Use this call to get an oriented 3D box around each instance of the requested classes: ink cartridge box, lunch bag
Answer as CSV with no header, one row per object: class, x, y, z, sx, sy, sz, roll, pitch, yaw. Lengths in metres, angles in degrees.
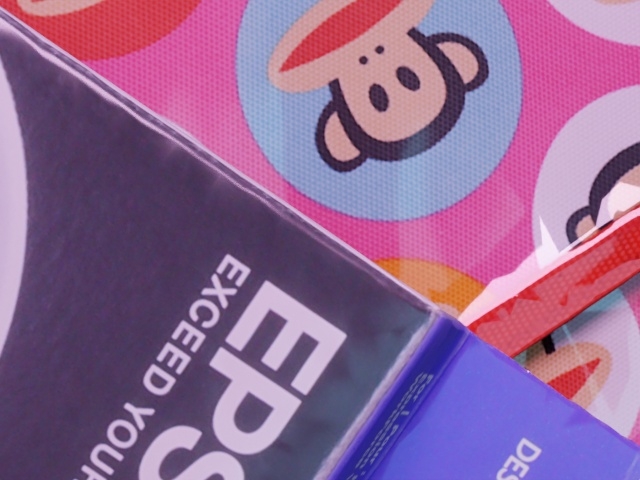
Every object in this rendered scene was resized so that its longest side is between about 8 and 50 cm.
ink cartridge box,-0.073,0.070,0.382,0.208,0.045,0.206,34,94,-4
lunch bag,0.000,0.000,0.478,0.293,0.120,0.258,-33,93,-10
